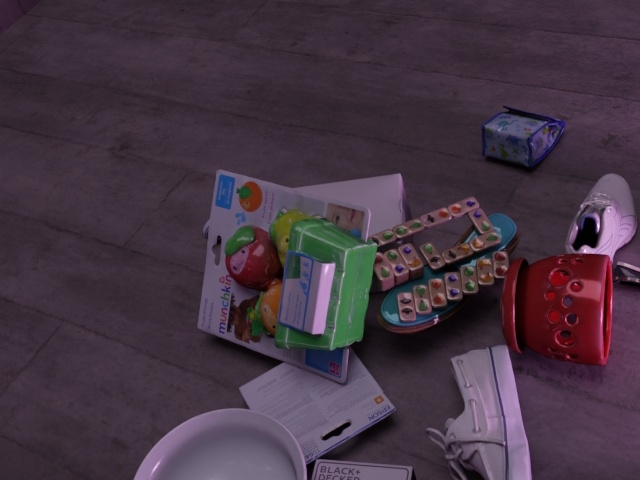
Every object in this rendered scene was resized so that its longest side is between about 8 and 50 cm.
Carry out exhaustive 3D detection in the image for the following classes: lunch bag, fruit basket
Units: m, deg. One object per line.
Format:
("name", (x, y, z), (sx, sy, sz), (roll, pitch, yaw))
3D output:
("lunch bag", (0.446, -0.239, 1.957), (0.128, 0.096, 0.151), (22, 43, 37))
("fruit basket", (-0.083, 0.061, 1.630), (0.353, 0.327, 0.165), (15, 14, 26))

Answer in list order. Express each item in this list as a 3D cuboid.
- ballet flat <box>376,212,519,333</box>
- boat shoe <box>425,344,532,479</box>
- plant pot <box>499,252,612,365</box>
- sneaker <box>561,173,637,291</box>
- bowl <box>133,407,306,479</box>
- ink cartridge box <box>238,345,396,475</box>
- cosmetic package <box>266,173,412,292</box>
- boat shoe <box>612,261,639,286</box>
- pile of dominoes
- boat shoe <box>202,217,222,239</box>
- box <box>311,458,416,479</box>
("ballet flat", (0.241, 0.081, 1.679), (0.116, 0.124, 0.342), (40, 66, 21))
("boat shoe", (0.250, 0.320, 1.433), (0.156, 0.136, 0.367), (-9, 42, 9))
("plant pot", (0.412, 0.117, 1.545), (0.174, 0.191, 0.191), (1, 47, 25))
("sneaker", (0.532, -0.030, 1.691), (0.111, 0.129, 0.297), (7, 48, 27))
("bowl", (-0.151, 0.433, 1.453), (0.297, 0.134, 0.298), (-10, 45, 10))
("ink cartridge box", (-0.005, 0.296, 1.603), (0.223, 0.045, 0.224), (-28, 44, -10))
("cosmetic package", (0.000, 0.000, 1.816), (0.365, 0.155, 0.197), (-5, 46, 12))
("boat shoe", (0.601, 0.078, 1.625), (0.133, 0.049, 0.042), (18, 82, 24))
("pile of dominoes", (0.215, 0.023, 1.620), (0.251, 0.040, 0.196), (-22, 56, -10))
("boat shoe", (-0.168, -0.037, 1.971), (0.183, 0.065, 0.083), (-27, 43, -10))
("box", (0.048, 0.488, 1.366), (0.169, 0.087, 0.290), (1, 47, 19))
